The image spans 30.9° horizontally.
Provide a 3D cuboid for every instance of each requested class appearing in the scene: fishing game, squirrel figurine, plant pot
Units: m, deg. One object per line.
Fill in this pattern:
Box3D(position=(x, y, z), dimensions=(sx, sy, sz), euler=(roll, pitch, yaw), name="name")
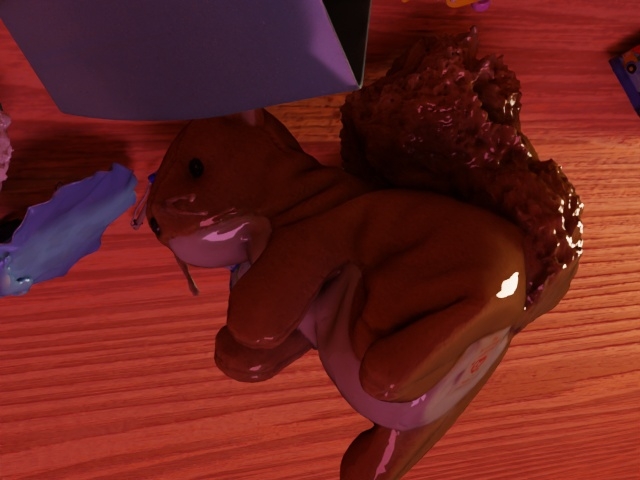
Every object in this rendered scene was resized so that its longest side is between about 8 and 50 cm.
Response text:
Box3D(position=(-0.261, -0.015, 1.159), dimensions=(0.264, 0.041, 0.189), euler=(-30, 162, -44), name="fishing game")
Box3D(position=(0.039, -0.022, 1.129), dimensions=(0.397, 0.370, 0.281), euler=(-41, 157, -17), name="squirrel figurine")
Box3D(position=(-0.102, -0.190, 0.838), dimensions=(0.234, 0.165, 0.166), euler=(-13, 129, 17), name="plant pot")

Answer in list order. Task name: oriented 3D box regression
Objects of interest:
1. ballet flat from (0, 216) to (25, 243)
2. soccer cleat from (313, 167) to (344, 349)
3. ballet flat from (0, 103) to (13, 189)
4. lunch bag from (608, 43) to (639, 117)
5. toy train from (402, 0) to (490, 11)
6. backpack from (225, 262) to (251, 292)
Box3D(position=(-0.347, 0.019, 1.262), dimensions=(0.173, 0.057, 0.049), euler=(-34, -173, 32), name="ballet flat")
Box3D(position=(-0.001, 0.000, 1.363), dimensions=(0.093, 0.121, 0.289), euler=(5, 125, -35), name="soccer cleat")
Box3D(position=(-0.390, 0.005, 1.097), dimensions=(0.147, 0.147, 0.409), euler=(-3, 148, -25), name="ballet flat")
Box3D(position=(0.484, -0.166, 1.315), dimensions=(0.221, 0.138, 0.293), euler=(-30, 159, 18), name="lunch bag")
Box3D(position=(0.131, -0.259, 1.012), dimensions=(0.166, 0.046, 0.125), euler=(-4, 149, -29), name="toy train")
Box3D(position=(-0.071, 0.008, 1.311), dimensions=(0.084, 0.114, 0.105), euler=(18, 142, -19), name="backpack")
